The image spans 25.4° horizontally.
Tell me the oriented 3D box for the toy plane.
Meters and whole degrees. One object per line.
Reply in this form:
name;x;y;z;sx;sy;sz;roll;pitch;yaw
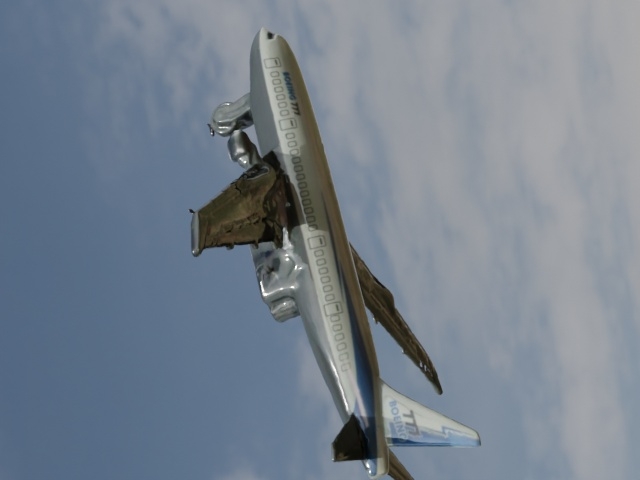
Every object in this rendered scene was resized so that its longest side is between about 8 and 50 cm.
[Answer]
toy plane;-0.002;0.003;0.603;0.226;0.058;0.226;34;-154;-57
